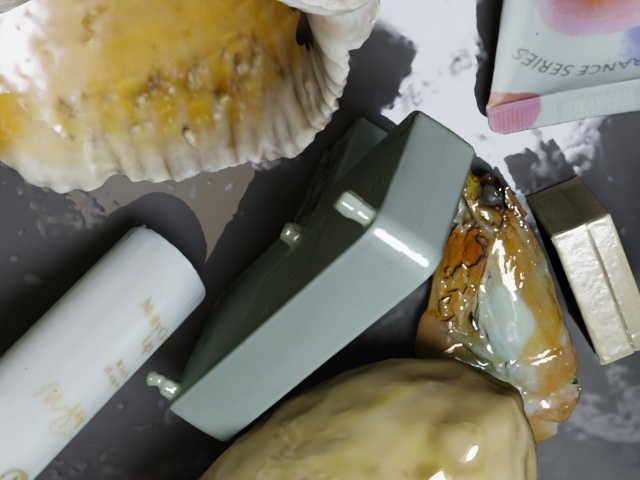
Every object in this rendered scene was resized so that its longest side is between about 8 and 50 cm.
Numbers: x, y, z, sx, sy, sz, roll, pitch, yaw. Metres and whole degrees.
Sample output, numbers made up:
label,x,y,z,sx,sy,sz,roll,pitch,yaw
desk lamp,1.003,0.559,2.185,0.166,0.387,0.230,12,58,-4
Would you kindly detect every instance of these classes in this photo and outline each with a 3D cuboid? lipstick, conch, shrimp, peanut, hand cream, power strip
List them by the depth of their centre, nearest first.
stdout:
label,x,y,z,sx,sy,sz,roll,pitch,yaw
conch,-0.120,-0.148,0.745,0.297,0.352,0.210,18,75,-7
hand cream,0.146,-0.189,0.787,0.124,0.078,0.341,-10,132,-9
lipstick,-0.162,0.098,0.847,0.264,0.059,0.059,-47,107,-24
power strip,0.000,0.000,0.852,0.061,0.145,0.215,35,138,-13
peanut,-0.032,0.213,0.894,0.387,0.192,0.169,-44,69,10
shrimp,0.093,0.036,0.920,0.091,0.043,0.184,-8,109,3

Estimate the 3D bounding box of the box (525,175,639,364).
label,x,y,z,sx,sy,sz,roll,pitch,yaw
box,0.146,0.017,0.898,0.035,0.079,0.083,-22,106,3
